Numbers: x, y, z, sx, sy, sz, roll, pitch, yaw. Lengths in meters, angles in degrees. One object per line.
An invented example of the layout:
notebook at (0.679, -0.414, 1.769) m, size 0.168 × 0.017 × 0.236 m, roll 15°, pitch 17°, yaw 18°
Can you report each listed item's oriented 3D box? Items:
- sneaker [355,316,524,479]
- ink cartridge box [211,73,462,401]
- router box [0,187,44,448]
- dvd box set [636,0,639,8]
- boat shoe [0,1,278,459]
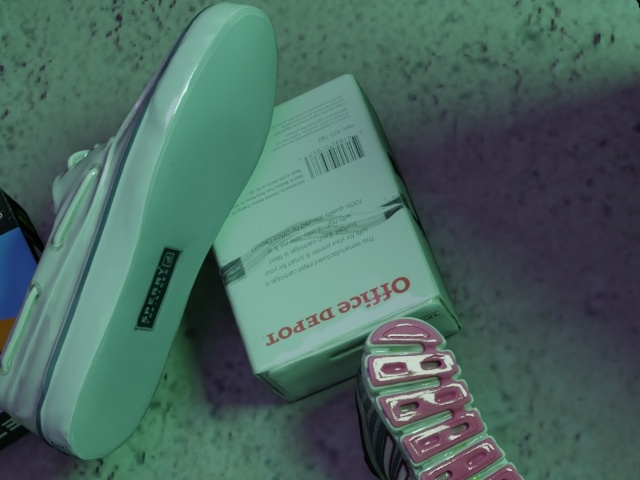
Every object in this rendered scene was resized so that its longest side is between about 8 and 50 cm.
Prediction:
sneaker at (0.064, 0.123, 0.919) m, size 0.063 × 0.075 × 0.170 m, roll -23°, pitch 85°, yaw -12°
ink cartridge box at (0.000, 0.000, 0.984) m, size 0.109 × 0.063 × 0.150 m, roll -24°, pitch 64°, yaw 8°
router box at (-0.231, 0.071, 1.036) m, size 0.179 × 0.046 × 0.133 m, roll -32°, pitch 63°, yaw 3°
dvd box set at (0.316, -0.017, 0.759) m, size 0.420 × 0.307 × 0.062 m, roll 39°, pitch 87°, yaw 26°
boat shoe at (-0.107, -0.015, 0.945) m, size 0.084 × 0.095 × 0.258 m, roll 22°, pitch 86°, yaw 30°
